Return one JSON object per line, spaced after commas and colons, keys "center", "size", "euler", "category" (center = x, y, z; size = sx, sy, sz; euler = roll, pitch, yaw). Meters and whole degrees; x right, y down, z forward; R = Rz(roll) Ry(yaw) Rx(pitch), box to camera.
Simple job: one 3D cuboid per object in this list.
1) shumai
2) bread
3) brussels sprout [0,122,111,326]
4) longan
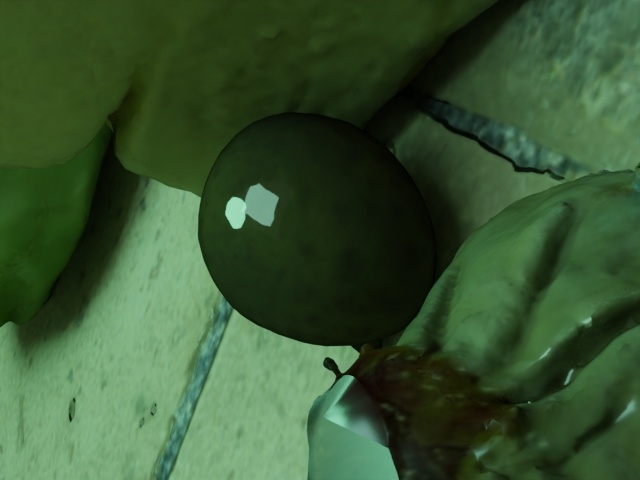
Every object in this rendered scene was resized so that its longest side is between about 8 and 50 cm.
{"center": [0.054, 0.068, 0.388], "size": [0.201, 0.120, 0.201], "euler": [-28, 56, 51], "category": "shumai"}
{"center": [-0.055, -0.258, 0.575], "size": [0.390, 0.279, 0.371], "euler": [-46, 41, 39], "category": "bread"}
{"center": [-0.276, -0.094, 0.907], "size": [0.328, 0.247, 0.328], "euler": [-38, 42, 44], "category": "brussels sprout"}
{"center": [0.000, 0.000, 0.544], "size": [0.092, 0.113, 0.113], "euler": [-38, 14, -30], "category": "longan"}
